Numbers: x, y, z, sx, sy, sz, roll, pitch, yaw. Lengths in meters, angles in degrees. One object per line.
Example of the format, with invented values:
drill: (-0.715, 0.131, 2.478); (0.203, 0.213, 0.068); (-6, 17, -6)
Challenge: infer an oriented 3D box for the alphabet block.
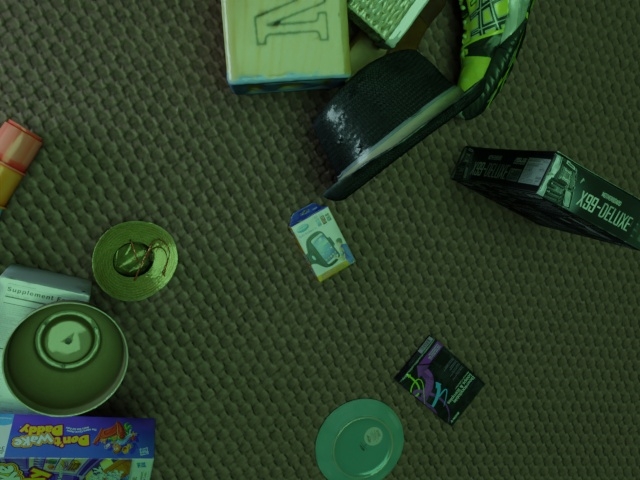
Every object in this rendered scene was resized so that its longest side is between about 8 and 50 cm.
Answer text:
alphabet block: (-0.060, -0.349, 1.037); (0.193, 0.192, 0.197); (-5, 99, -6)

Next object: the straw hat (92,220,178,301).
straw hat: (-0.321, 0.032, 1.085); (0.144, 0.061, 0.144); (-5, 99, -33)

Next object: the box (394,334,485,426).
box: (0.245, 0.287, 1.298); (0.162, 0.029, 0.116); (41, 84, -18)

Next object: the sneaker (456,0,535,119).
sneaker: (0.315, -0.417, 1.196); (0.147, 0.145, 0.384); (21, 99, 13)

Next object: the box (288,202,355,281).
box: (0.000, 0.000, 1.194); (0.081, 0.028, 0.136); (-30, 106, -11)

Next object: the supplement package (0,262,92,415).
supplement package: (-0.463, 0.175, 1.020); (0.139, 0.134, 0.244); (16, 91, -20)

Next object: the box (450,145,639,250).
box: (0.413, -0.082, 1.159); (0.242, 0.307, 0.076); (24, 93, -17)

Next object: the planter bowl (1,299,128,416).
planter bowl: (-0.364, 0.157, 0.921); (0.162, 0.109, 0.162); (-3, 98, -20)

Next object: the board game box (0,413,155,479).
board game box: (-0.404, 0.421, 1.015); (0.233, 0.078, 0.347); (7, 124, -17)

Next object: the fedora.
fedora: (0.108, -0.214, 1.074); (0.334, 0.334, 0.152); (-38, 92, -9)

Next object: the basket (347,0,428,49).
basket: (0.123, -0.416, 1.061); (0.103, 0.113, 0.167); (36, 100, -12)

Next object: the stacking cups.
stacking cups: (-0.539, -0.038, 0.998); (0.096, 0.096, 0.316); (35, 85, -17)

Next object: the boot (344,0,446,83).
boot: (0.085, -0.421, 1.158); (0.264, 0.096, 0.280); (23, 98, -23)

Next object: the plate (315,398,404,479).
plate: (0.082, 0.408, 1.267); (0.188, 0.024, 0.188); (-2, 97, -15)
